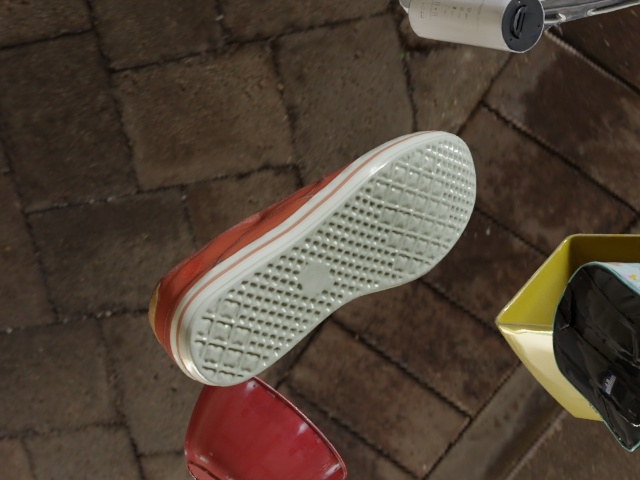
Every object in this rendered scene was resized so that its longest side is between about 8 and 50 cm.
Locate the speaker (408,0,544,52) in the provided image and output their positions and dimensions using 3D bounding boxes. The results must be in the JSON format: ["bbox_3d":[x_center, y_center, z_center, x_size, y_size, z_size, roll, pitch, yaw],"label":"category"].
[{"bbox_3d":[0.144,-0.210,1.113,0.055,0.136,0.055,-11,109,-33],"label":"speaker"}]

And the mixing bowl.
[{"bbox_3d":[-0.072,0.222,1.214,0.181,0.181,0.098,44,68,-6],"label":"mixing bowl"}]

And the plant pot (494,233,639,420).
[{"bbox_3d":[0.397,0.127,1.576,0.212,0.212,0.187,1,125,46],"label":"plant pot"}]

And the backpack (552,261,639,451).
[{"bbox_3d":[0.344,0.111,1.277,0.144,0.188,0.166,-7,122,-33],"label":"backpack"}]

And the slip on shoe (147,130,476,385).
[{"bbox_3d":[0.000,0.000,0.961,0.101,0.331,0.123,19,134,49],"label":"slip on shoe"}]

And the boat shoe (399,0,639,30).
[{"bbox_3d":[0.234,-0.276,1.298,0.301,0.108,0.102,-9,140,30],"label":"boat shoe"}]
